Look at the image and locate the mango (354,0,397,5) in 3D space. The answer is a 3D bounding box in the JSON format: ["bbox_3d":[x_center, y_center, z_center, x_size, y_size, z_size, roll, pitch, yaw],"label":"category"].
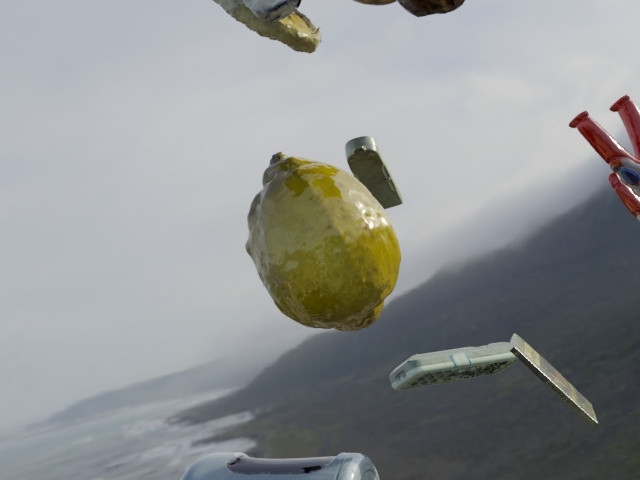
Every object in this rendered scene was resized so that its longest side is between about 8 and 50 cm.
[{"bbox_3d":[0.089,-0.683,1.991,0.300,0.232,0.445,7,-19,26],"label":"mango"}]

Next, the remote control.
[{"bbox_3d":[0.327,0.297,2.232,0.335,0.065,0.128,-4,-28,-30],"label":"remote control"}]

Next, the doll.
[{"bbox_3d":[0.613,-0.090,1.689,0.188,0.384,0.099,-20,-19,-32],"label":"doll"}]

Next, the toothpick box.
[{"bbox_3d":[-0.092,0.476,1.511,0.355,0.263,0.263,-3,-2,18],"label":"toothpick box"}]

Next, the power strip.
[{"bbox_3d":[0.112,-0.142,2.011,0.080,0.048,0.286,-16,-27,11],"label":"power strip"}]

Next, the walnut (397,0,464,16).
[{"bbox_3d":[0.155,-0.518,1.563,0.244,0.269,0.222,-4,4,-5],"label":"walnut"}]

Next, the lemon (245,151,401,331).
[{"bbox_3d":[0.004,0.007,1.689,0.285,0.316,0.285,-18,29,11],"label":"lemon"}]

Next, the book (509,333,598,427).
[{"bbox_3d":[0.485,0.291,1.947,0.024,0.228,0.160,-47,-6,11],"label":"book"}]

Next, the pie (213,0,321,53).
[{"bbox_3d":[-0.113,-0.449,1.782,0.055,0.274,0.274,-56,-23,21],"label":"pie"}]

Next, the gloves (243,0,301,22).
[{"bbox_3d":[-0.083,-0.423,1.525,0.114,0.153,0.070,-30,-33,-8],"label":"gloves"}]
